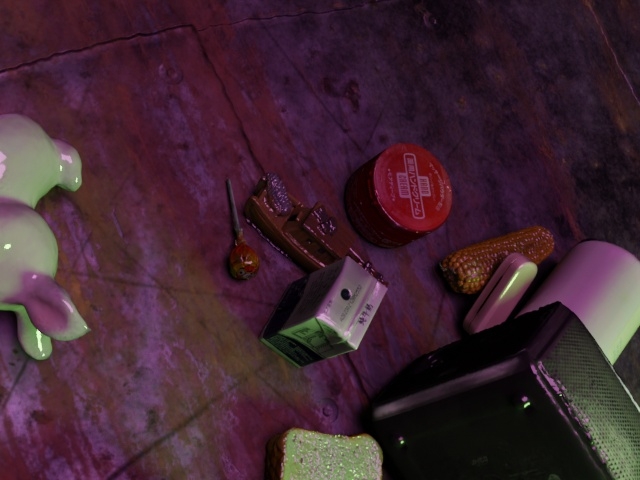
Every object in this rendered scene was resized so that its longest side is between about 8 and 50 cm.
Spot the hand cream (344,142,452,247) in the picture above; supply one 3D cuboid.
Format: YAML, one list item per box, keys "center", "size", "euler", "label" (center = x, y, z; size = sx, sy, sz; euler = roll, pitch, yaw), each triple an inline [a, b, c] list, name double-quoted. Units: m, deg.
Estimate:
- center: [0.154, -0.087, 1.781]
  size: [0.193, 0.125, 0.193]
  euler: [9, 72, -27]
  label: "hand cream"

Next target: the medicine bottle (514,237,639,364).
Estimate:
- center: [0.520, 0.183, 1.849]
  size: [0.213, 0.213, 0.378]
  euler: [51, 57, -6]
  label: "medicine bottle"

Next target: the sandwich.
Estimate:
- center: [0.008, 0.426, 1.572]
  size: [0.214, 0.065, 0.186]
  euler: [13, 68, -26]
  label: "sandwich"

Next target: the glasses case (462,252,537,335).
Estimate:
- center: [0.363, 0.115, 1.812]
  size: [0.083, 0.050, 0.196]
  euler: [19, 108, -46]
  label: "glasses case"

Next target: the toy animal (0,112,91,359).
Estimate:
- center: [-0.463, -0.007, 1.370]
  size: [0.241, 0.196, 0.368]
  euler: [-7, 76, -32]
  label: "toy animal"

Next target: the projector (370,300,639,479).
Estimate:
- center: [0.350, 0.372, 1.568]
  size: [0.405, 0.395, 0.242]
  euler: [58, 41, -3]
  label: "projector"

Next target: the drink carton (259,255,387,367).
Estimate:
- center: [0.002, 0.128, 1.569]
  size: [0.102, 0.222, 0.134]
  euler: [40, 60, -13]
  label: "drink carton"

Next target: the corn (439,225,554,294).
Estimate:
- center: [0.372, 0.044, 1.881]
  size: [0.310, 0.101, 0.101]
  euler: [-14, 82, -34]
  label: "corn"

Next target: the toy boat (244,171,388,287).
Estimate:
- center: [0.000, 0.000, 1.671]
  size: [0.321, 0.121, 0.089]
  euler: [40, 54, -12]
  label: "toy boat"

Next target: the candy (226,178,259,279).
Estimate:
- center: [-0.152, -0.023, 1.638]
  size: [0.060, 0.060, 0.201]
  euler: [0, 66, -29]
  label: "candy"
